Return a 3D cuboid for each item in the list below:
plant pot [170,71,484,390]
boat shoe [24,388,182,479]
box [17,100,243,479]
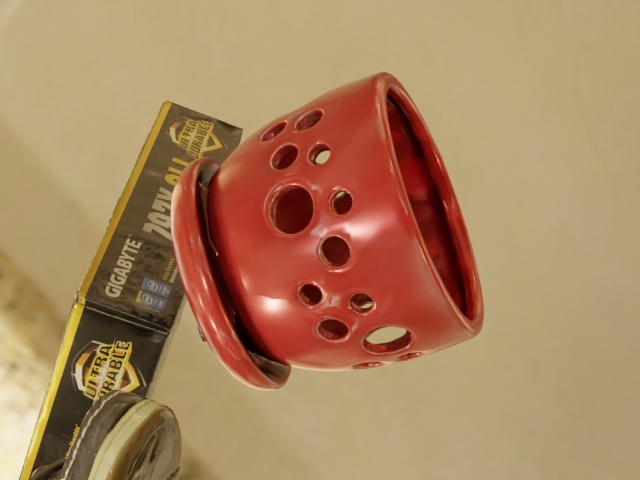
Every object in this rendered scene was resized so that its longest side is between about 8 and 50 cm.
[{"bbox_3d":[0.000,0.000,1.328,0.174,0.191,0.191,-18,126,12],"label":"plant pot"},{"bbox_3d":[-0.123,0.144,0.927,0.073,0.080,0.223,33,138,15],"label":"boat shoe"},{"bbox_3d":[-0.154,0.073,1.541,0.079,0.322,0.257,21,121,-4],"label":"box"}]
